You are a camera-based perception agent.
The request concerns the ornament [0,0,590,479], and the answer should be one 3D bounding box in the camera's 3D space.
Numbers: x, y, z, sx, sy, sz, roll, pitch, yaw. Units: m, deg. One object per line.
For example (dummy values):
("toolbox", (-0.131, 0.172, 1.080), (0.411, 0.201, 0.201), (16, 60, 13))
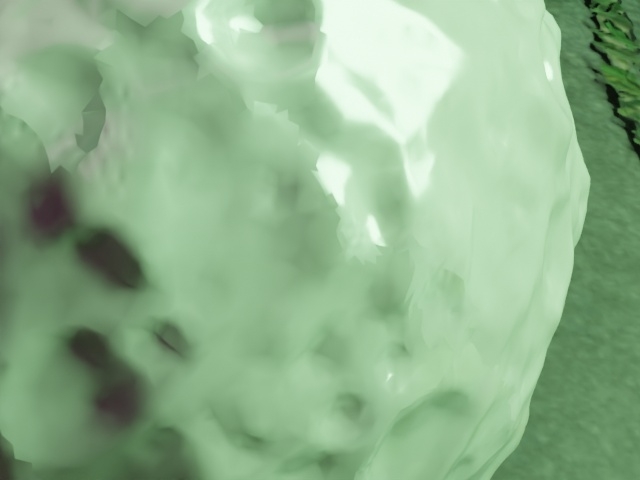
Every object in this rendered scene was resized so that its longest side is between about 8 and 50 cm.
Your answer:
("ornament", (-0.079, -0.025, 0.528), (0.337, 0.337, 0.337), (10, 39, -8))
